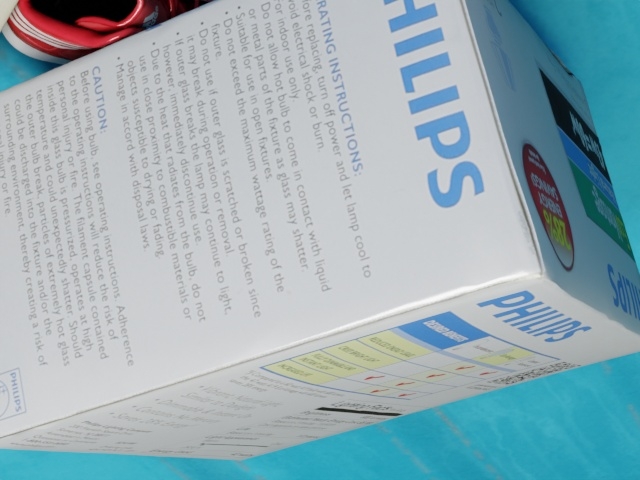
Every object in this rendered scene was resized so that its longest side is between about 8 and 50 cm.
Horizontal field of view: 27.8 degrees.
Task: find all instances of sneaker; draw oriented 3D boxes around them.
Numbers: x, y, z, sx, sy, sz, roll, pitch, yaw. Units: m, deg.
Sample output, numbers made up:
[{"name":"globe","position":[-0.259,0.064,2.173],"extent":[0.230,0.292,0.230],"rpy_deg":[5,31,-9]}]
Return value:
[{"name":"sneaker","position":[-0.096,-0.133,0.848],"extent":[0.221,0.087,0.128],"rpy_deg":[2,-172,-17]}]

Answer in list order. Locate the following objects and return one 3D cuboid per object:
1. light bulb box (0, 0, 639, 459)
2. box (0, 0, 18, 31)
[{"name":"light bulb box","position":[0.000,0.000,0.882],"extent":[0.361,0.225,0.358],"rpy_deg":[-19,163,20]},{"name":"box","position":[-0.240,-0.182,0.787],"extent":[0.113,0.094,0.275],"rpy_deg":[16,137,-32]}]
